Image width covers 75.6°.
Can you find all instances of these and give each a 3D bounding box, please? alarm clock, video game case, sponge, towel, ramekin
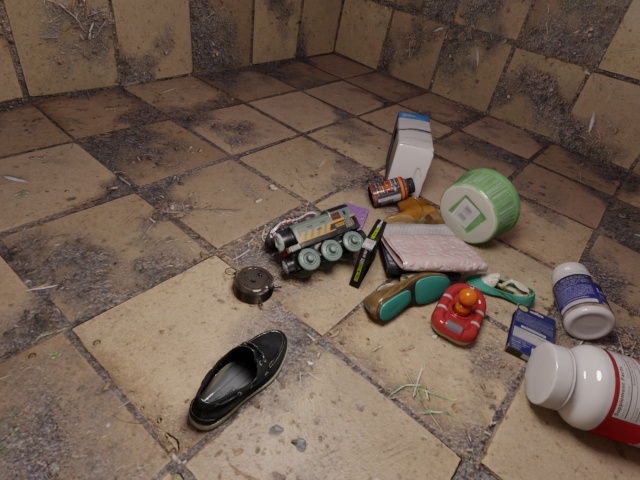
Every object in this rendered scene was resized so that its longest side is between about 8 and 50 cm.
[{"bbox_3d":[-0.233,0.132,1.341,0.192,0.064,0.129,24,40,20],"label":"alarm clock"},{"bbox_3d":[0.365,0.058,1.576,0.275,0.035,0.248,7,30,-6],"label":"video game case"},{"bbox_3d":[0.126,-0.085,1.722,0.117,0.031,0.210,18,39,7],"label":"sponge"},{"bbox_3d":[0.408,0.021,1.557,0.332,0.053,0.317,1,29,-14],"label":"towel"},{"bbox_3d":[0.646,-0.133,1.713,0.148,0.303,0.303,-29,53,-30],"label":"ramekin"}]

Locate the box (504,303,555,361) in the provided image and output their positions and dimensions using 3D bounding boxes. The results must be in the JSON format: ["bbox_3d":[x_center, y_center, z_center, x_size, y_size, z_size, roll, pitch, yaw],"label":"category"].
[{"bbox_3d":[0.700,0.314,1.371,0.136,0.036,0.225,26,42,17],"label":"box"}]

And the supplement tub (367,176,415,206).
[{"bbox_3d":[0.317,-0.222,1.836,0.198,0.106,0.106,-16,42,0],"label":"supplement tub"}]

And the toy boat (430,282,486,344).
[{"bbox_3d":[0.464,0.214,1.342,0.151,0.151,0.231,27,41,18],"label":"toy boat"}]

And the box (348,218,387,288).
[{"bbox_3d":[0.168,0.045,1.451,0.045,0.184,0.190,21,38,13],"label":"box"}]

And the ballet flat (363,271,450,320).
[{"bbox_3d":[0.285,0.172,1.404,0.343,0.116,0.124,-20,28,-29],"label":"ballet flat"}]

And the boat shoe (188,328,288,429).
[{"bbox_3d":[-0.197,0.324,1.065,0.127,0.113,0.340,33,43,25],"label":"boat shoe"}]

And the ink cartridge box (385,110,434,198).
[{"bbox_3d":[0.421,-0.412,1.999,0.166,0.285,0.395,11,38,2],"label":"ink cartridge box"}]

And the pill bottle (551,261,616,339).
[{"bbox_3d":[0.919,0.206,1.468,0.153,0.153,0.264,14,39,3],"label":"pill bottle"}]

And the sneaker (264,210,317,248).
[{"bbox_3d":[-0.060,-0.014,1.531,0.162,0.106,0.281,38,44,25],"label":"sneaker"}]

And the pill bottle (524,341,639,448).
[{"bbox_3d":[0.795,0.418,1.113,0.408,0.229,0.229,16,39,6],"label":"pill bottle"}]

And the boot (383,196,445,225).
[{"bbox_3d":[0.367,-0.113,1.783,0.295,0.104,0.211,-4,32,-16],"label":"boot"}]

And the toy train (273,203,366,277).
[{"bbox_3d":[0.000,0.000,1.443,0.334,0.142,0.190,-21,77,-23],"label":"toy train"}]

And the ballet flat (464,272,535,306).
[{"bbox_3d":[0.661,0.163,1.508,0.247,0.087,0.083,21,39,12],"label":"ballet flat"}]
